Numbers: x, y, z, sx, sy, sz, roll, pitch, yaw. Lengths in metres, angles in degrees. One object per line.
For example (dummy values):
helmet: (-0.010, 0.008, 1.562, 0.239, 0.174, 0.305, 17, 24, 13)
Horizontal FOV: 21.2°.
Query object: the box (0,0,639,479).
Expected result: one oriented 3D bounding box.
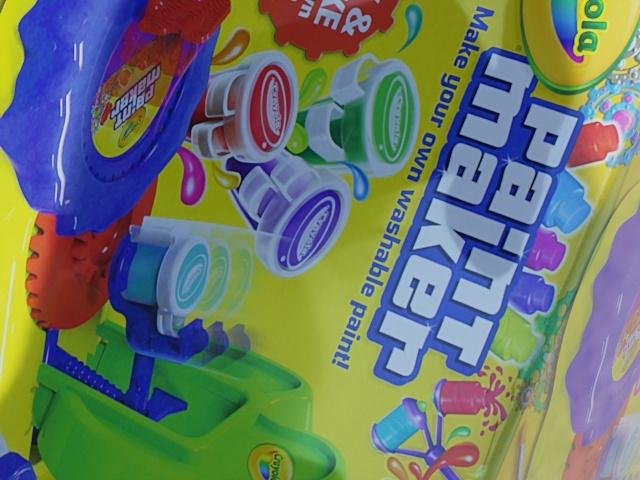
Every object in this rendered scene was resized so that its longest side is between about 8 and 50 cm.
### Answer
box: (0.000, 0.000, 0.651, 0.177, 0.279, 0.290, 25, 87, -59)
